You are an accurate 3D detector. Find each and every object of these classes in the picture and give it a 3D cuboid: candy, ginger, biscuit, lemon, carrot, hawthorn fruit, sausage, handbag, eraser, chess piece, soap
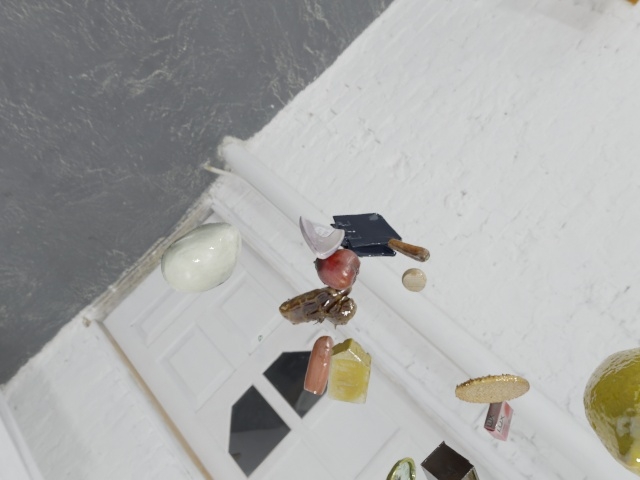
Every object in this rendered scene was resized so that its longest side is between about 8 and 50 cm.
[{"bbox_3d":[-0.355,0.057,1.244,0.296,0.185,0.295,-33,-177,2],"label":"candy"},{"bbox_3d":[-0.004,0.360,2.080,0.419,0.253,0.176,-17,-177,6],"label":"ginger"},{"bbox_3d":[0.596,0.517,1.396,0.254,0.035,0.253,1,141,0],"label":"biscuit"},{"bbox_3d":[0.611,0.314,0.722,0.254,0.228,0.228,-23,144,-47],"label":"lemon"},{"bbox_3d":[0.320,0.035,1.458,0.055,0.162,0.055,-26,126,-42],"label":"carrot"},{"bbox_3d":[0.063,0.119,1.708,0.185,0.203,0.184,13,90,-78],"label":"hawthorn fruit"},{"bbox_3d":[-0.001,0.563,1.835,0.113,0.114,0.258,50,51,-65],"label":"sausage"},{"bbox_3d":[0.234,-0.027,2.173,0.330,0.303,0.121,-3,125,-22],"label":"handbag"},{"bbox_3d":[-0.001,0.001,1.645,0.243,0.205,0.059,-86,-162,-55],"label":"eraser"},{"bbox_3d":[0.315,0.133,1.348,0.083,0.084,0.038,-66,174,31],"label":"chess piece"},{"bbox_3d":[0.112,0.502,1.550,0.080,0.161,0.257,-72,167,-66],"label":"soap"}]

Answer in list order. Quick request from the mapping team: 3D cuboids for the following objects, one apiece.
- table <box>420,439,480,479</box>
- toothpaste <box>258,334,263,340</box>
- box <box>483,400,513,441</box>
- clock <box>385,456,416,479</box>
[{"bbox_3d":[0.605,1.076,1.829,0.173,0.193,0.169,-32,110,-21],"label":"table"},{"bbox_3d":[-0.251,0.406,1.664,0.019,0.027,0.083,-8,165,-18],"label":"toothpaste"},{"bbox_3d":[0.758,0.756,1.703,0.111,0.060,0.156,45,57,-25],"label":"box"},{"bbox_3d":[0.313,0.998,1.635,0.237,0.057,0.236,-6,97,-47],"label":"clock"}]
